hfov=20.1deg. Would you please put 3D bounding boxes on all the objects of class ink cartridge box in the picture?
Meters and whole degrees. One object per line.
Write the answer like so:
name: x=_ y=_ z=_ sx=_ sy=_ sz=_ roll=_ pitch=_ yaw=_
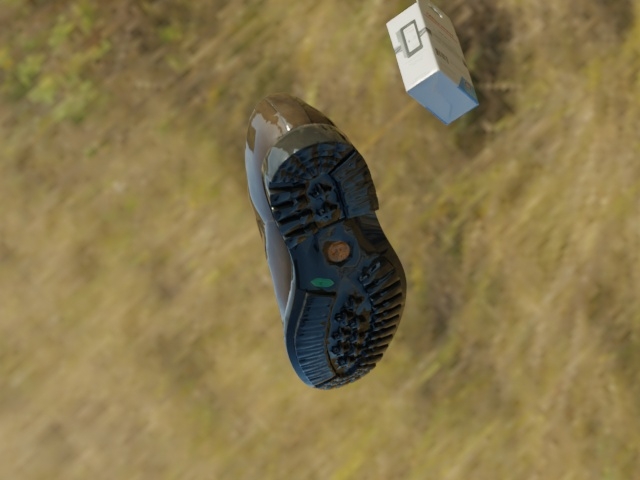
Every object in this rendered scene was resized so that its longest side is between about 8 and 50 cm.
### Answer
ink cartridge box: x=0.073 y=-0.123 z=1.199 sx=0.048 sy=0.028 sz=0.083 roll=35 pitch=-149 yaw=-42

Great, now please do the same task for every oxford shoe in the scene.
oxford shoe: x=0.000 y=0.000 z=1.137 sx=0.096 sy=0.083 sz=0.227 roll=-122 pitch=19 yaw=-46
